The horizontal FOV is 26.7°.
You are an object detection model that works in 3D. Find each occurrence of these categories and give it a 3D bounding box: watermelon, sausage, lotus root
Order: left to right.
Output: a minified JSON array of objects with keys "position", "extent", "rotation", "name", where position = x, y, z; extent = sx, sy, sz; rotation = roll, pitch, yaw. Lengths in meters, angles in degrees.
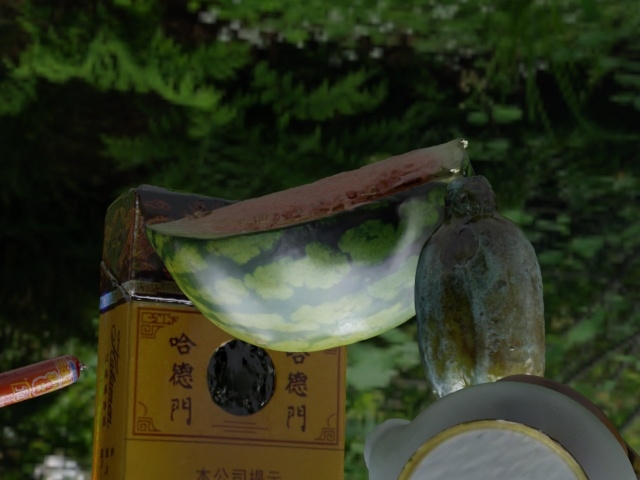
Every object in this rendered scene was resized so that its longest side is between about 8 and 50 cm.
[{"position":[-0.294,0.142,1.338],"extent":[0.129,0.034,0.034],"rotation":[-15,-179,-23],"name":"sausage"},{"position":[-0.001,-0.001,1.152],"extent":[0.303,0.159,0.128],"rotation":[-16,158,1],"name":"watermelon"},{"position":[0.124,0.045,1.045],"extent":[0.088,0.192,0.113],"rotation":[2,170,-37],"name":"lotus root"}]

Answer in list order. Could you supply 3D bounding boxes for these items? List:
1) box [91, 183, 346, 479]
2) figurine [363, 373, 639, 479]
[{"position":[-0.109,0.162,1.461],"extent":[0.264,0.416,0.115],"rotation":[8,167,-25],"name":"box"},{"position":[0.114,0.149,0.749],"extent":[0.189,0.142,0.263],"rotation":[28,180,17],"name":"figurine"}]
